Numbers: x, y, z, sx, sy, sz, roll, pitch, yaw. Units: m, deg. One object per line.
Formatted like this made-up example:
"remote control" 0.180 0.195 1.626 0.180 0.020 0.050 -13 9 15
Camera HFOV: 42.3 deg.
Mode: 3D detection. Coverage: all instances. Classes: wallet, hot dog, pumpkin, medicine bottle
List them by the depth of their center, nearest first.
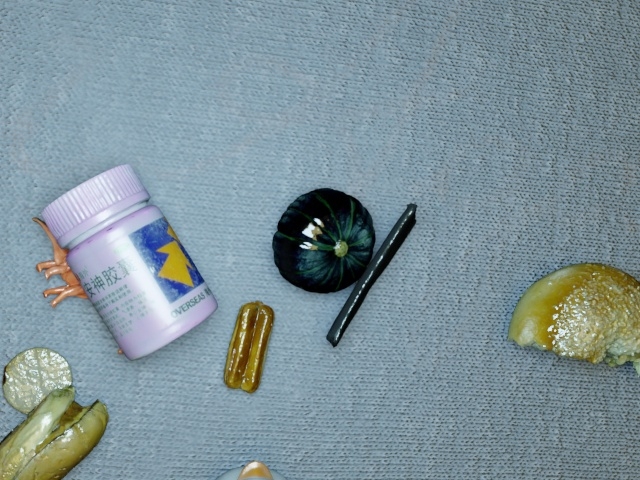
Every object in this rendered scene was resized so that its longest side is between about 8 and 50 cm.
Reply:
"medicine bottle" -0.316 0.036 1.378 0.178 0.178 0.290 -31 94 -10
"pumpkin" 0.008 0.003 1.456 0.194 0.150 0.194 1 86 -13
"wallet" 0.092 0.064 1.474 0.030 0.146 0.285 32 82 5
"hot dog" -0.127 0.187 1.476 0.071 0.045 0.164 13 85 -9

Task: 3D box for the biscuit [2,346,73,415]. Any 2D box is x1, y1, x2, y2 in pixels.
"biscuit" -0.485 0.242 1.420 0.120 0.015 0.120 0 88 -11

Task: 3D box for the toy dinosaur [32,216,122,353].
"toy dinosaur" -0.421 0.080 1.418 0.102 0.055 0.279 -26 92 -22

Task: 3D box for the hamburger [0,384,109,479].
"hamburger" -0.466 0.360 1.363 0.124 0.131 0.262 44 86 -11

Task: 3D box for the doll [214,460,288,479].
"doll" -0.110 0.492 1.387 0.221 0.221 0.250 3 88 -11

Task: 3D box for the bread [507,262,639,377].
"bread" 0.525 0.141 1.543 0.314 0.171 0.191 16 89 -11
